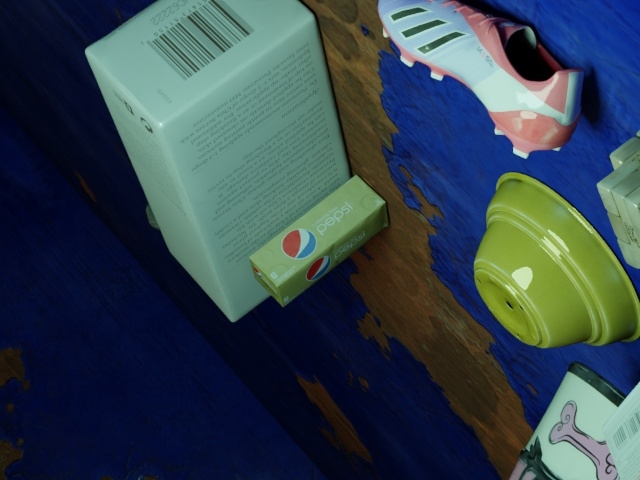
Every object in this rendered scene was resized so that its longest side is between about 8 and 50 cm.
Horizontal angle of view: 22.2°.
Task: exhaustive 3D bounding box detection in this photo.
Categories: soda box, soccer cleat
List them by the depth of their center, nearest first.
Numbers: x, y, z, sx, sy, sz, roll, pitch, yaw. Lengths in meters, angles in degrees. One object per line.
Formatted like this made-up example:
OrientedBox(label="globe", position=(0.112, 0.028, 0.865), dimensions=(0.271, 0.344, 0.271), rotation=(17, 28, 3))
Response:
OrientedBox(label="soccer cleat", position=(0.143, -0.172, 1.445), dimensions=(0.248, 0.083, 0.095), rotation=(48, 137, 35))
OrientedBox(label="soda box", position=(0.000, 0.000, 2.074), dimensions=(0.061, 0.181, 0.058), rotation=(44, 164, 28))

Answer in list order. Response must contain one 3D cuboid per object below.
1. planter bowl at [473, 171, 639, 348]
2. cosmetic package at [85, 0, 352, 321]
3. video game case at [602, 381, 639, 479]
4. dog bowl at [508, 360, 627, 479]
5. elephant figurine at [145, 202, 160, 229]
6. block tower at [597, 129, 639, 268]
OrientedBox(label="planter bowl", position=(0.221, 0.043, 1.666), dimensions=(0.217, 0.090, 0.217), rotation=(47, 165, 17))
OrientedBox(label="cosmetic package", position=(-0.106, -0.119, 2.029), dimensions=(0.161, 0.230, 0.453), rotation=(45, 164, 30))
OrientedBox(label="video game case", position=(0.312, 0.188, 1.311), dimensions=(0.227, 0.026, 0.206), rotation=(115, 145, -52))
OrientedBox(label="dog bowl", position=(0.348, 0.309, 1.583), dimensions=(0.408, 0.150, 0.408), rotation=(44, 180, 0))
OrientedBox(label="elephant figurine", position=(-0.237, -0.147, 2.575), dimensions=(0.186, 0.169, 0.239), rotation=(-18, 95, 45))
OrientedBox(label="block tower", position=(0.344, 0.017, 1.202), dimensions=(0.335, 0.091, 0.097), rotation=(35, 158, 52))
